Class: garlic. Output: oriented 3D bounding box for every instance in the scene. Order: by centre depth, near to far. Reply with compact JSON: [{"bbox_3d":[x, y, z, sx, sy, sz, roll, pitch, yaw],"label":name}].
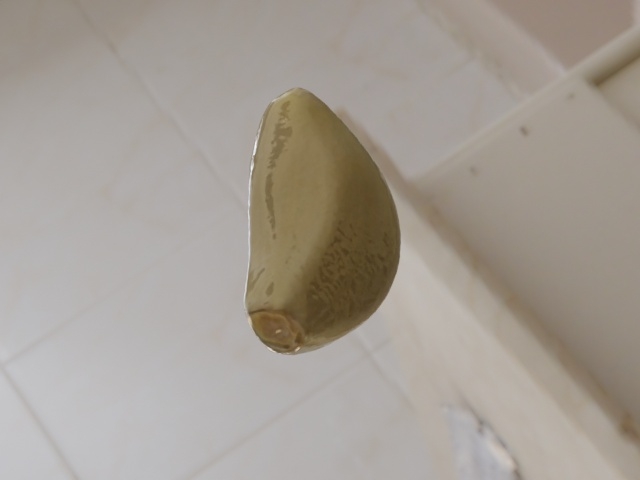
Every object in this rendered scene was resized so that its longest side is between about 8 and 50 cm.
[{"bbox_3d":[-0.001,0.000,0.524,0.053,0.041,0.083,46,-139,-43],"label":"garlic"}]
